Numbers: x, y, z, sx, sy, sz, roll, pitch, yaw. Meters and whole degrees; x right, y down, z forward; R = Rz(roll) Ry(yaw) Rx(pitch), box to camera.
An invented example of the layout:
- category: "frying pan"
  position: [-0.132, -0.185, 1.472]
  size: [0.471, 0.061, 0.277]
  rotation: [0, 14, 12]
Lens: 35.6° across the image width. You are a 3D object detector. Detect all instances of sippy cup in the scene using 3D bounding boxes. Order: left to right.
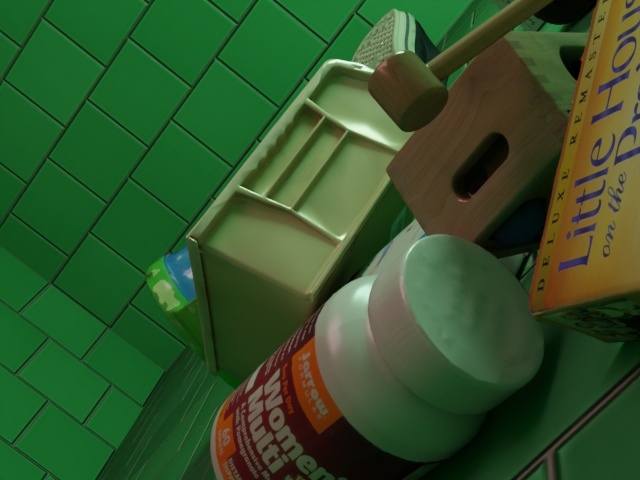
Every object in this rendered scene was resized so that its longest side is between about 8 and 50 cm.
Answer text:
- category: "sippy cup"
  position: [-0.078, 0.054, 1.347]
  size: [0.224, 0.240, 0.305]
  rotation: [-42, 29, 3]

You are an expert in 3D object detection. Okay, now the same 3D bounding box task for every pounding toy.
- category: "pounding toy"
  position: [0.122, -0.066, 0.589]
  size: [0.206, 0.094, 0.181]
  rotation: [-10, -31, -42]

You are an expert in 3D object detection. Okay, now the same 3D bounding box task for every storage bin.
- category: "storage bin"
  position: [0.000, 0.000, 0.989]
  size: [0.260, 0.123, 0.262]
  rotation: [-55, -17, -29]

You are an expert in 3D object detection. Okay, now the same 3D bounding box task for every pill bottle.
- category: "pill bottle"
  position: [0.029, 0.097, 0.627]
  size: [0.221, 0.121, 0.121]
  rotation: [-47, 7, 42]

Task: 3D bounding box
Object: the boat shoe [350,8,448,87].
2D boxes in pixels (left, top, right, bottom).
- category: "boat shoe"
  position: [0.122, -0.177, 1.490]
  size: [0.187, 0.156, 0.500]
  rotation: [-42, 21, 32]

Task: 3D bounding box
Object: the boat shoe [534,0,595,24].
- category: "boat shoe"
  position: [0.348, -0.392, 1.164]
  size: [0.120, 0.122, 0.324]
  rotation: [-52, 6, -37]

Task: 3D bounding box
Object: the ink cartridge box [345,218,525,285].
- category: "ink cartridge box"
  position: [0.057, 0.067, 0.806]
  size: [0.134, 0.078, 0.231]
  rotation: [-55, 6, -39]

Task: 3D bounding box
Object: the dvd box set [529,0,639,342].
- category: "dvd box set"
  position: [0.222, -0.127, 0.346]
  size: [0.420, 0.062, 0.308]
  rotation: [145, 142, -72]

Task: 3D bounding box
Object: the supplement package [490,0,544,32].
- category: "supplement package"
  position: [0.339, -0.445, 1.475]
  size: [0.244, 0.134, 0.139]
  rotation: [-50, 5, 17]

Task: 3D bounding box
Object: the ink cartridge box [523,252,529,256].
- category: "ink cartridge box"
  position: [0.161, -0.045, 0.737]
  size: [0.115, 0.062, 0.029]
  rotation: [-53, -23, -6]
